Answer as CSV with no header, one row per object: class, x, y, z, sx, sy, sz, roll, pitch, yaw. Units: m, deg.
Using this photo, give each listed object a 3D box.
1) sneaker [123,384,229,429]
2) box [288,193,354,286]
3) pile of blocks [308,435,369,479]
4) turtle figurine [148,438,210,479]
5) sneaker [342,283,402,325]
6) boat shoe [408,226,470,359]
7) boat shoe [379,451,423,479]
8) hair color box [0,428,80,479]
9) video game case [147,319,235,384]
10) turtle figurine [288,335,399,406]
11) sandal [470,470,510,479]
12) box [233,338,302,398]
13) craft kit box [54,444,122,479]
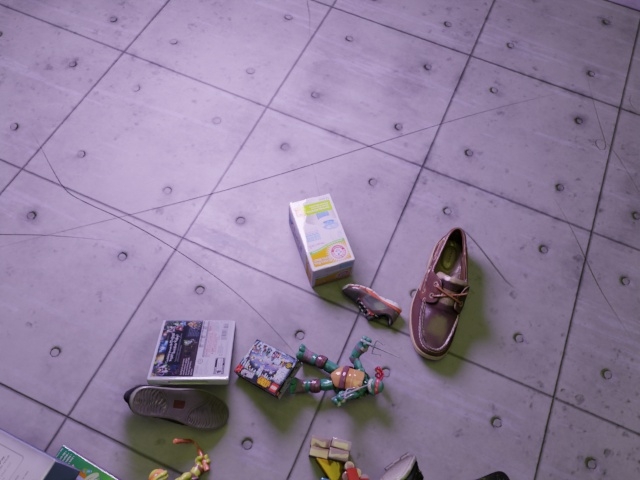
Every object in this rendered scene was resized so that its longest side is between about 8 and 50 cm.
sneaker,-0.317,0.357,1.234,0.222,0.118,0.083,22,74,-25
box,0.000,0.000,1.427,0.114,0.103,0.203,-14,64,-11
pile of blocks,0.084,0.554,1.134,0.149,0.112,0.362,-36,70,-20
turtle figurine,-0.279,0.533,1.099,0.217,0.269,0.087,46,110,6
sneaker,0.120,0.161,1.377,0.158,0.061,0.064,24,69,9
boat shoe,0.303,0.120,1.373,0.124,0.123,0.341,19,62,6
boat shoe,0.171,0.479,1.115,0.084,0.233,0.079,-31,70,0
hair color box,-0.694,0.454,1.096,0.375,0.113,0.185,18,61,17
video game case,-0.288,0.251,1.272,0.173,0.022,0.190,1,34,-4
turtle figurine,0.055,0.309,1.260,0.235,0.118,0.175,4,42,17
sandal,0.331,0.543,1.197,0.179,0.040,0.067,-19,65,-13
box,-0.120,0.291,1.271,0.137,0.027,0.094,17,61,37
craft kit box,-0.490,0.585,1.111,0.247,0.061,0.249,27,64,7
